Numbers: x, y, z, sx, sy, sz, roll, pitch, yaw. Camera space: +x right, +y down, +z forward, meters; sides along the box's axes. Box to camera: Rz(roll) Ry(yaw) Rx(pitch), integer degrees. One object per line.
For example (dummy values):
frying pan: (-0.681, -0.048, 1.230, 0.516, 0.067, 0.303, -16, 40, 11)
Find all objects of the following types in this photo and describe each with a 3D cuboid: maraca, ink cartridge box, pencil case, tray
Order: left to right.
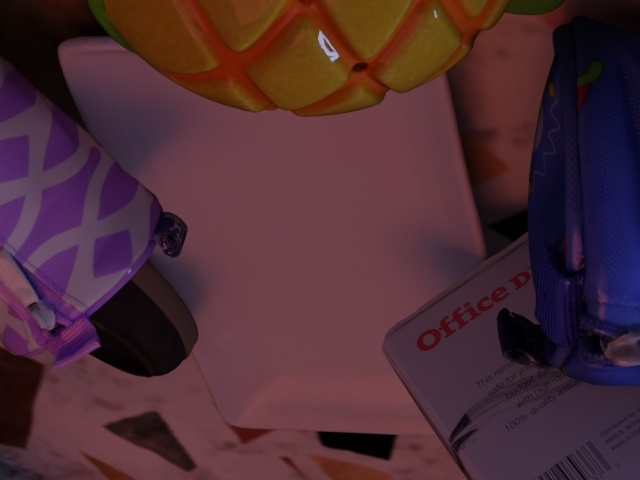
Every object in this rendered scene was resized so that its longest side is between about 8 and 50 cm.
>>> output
pencil case: (-0.151, -0.040, 0.667, 0.206, 0.088, 0.086, 42, 124, -19)
tray: (0.000, 0.000, 0.761, 0.145, 0.030, 0.270, 2, 144, 15)
maraca: (0.019, -0.094, 0.569, 0.186, 0.099, 0.127, -10, 157, -13)
ink cartridge box: (0.108, 0.070, 0.698, 0.109, 0.150, 0.063, -34, 137, -2)
pencil case: (0.213, 0.000, 0.610, 0.306, 0.133, 0.119, 5, 142, 8)

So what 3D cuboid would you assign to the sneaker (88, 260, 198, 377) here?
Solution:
sneaker: (-0.164, 0.028, 0.755, 0.222, 0.118, 0.083, 30, 158, -17)
